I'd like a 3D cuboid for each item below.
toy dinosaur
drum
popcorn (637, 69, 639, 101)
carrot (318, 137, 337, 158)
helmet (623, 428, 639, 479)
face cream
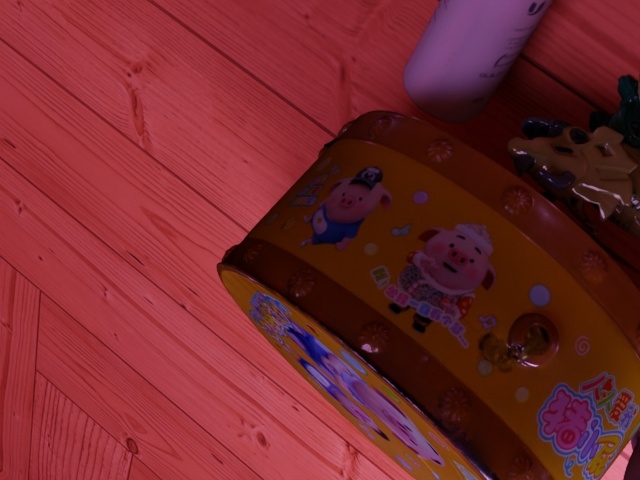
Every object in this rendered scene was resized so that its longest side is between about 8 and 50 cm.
[{"bbox_3d":[0.292,-0.039,1.094,0.259,0.153,0.094,37,145,2],"label":"toy dinosaur"},{"bbox_3d":[0.115,0.089,1.201,0.431,0.214,0.431,40,169,10],"label":"drum"},{"bbox_3d":[0.305,-0.134,1.062,0.083,0.068,0.059,35,-169,-50],"label":"popcorn"},{"bbox_3d":[0.038,-0.001,1.442,0.070,0.070,0.260,18,132,35],"label":"carrot"},{"bbox_3d":[0.416,0.282,1.201,0.271,0.197,0.338,53,143,-9],"label":"helmet"},{"bbox_3d":[0.165,-0.232,1.088,0.092,0.092,0.311,41,143,11],"label":"face cream"}]
